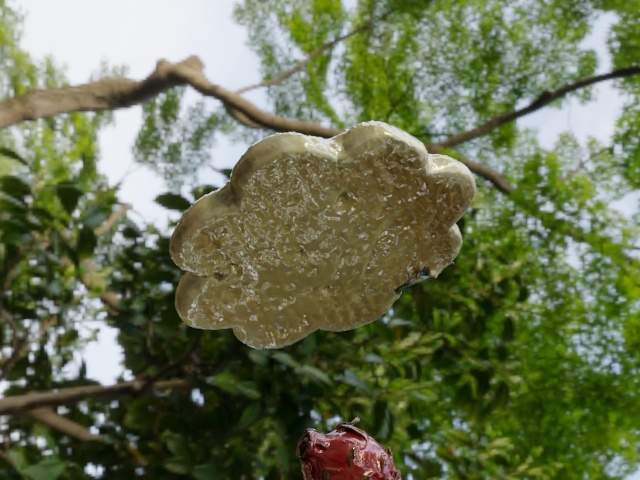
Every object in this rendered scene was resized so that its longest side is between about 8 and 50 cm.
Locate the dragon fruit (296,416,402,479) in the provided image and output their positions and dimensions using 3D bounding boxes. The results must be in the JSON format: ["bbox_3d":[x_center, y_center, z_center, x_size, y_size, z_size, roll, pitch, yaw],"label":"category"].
[{"bbox_3d":[0.033,0.329,1.345,0.133,0.165,0.136,-52,-156,17],"label":"dragon fruit"}]

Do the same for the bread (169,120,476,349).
[{"bbox_3d":[0.000,0.000,0.926,0.316,0.315,0.054,-61,-142,40],"label":"bread"}]
